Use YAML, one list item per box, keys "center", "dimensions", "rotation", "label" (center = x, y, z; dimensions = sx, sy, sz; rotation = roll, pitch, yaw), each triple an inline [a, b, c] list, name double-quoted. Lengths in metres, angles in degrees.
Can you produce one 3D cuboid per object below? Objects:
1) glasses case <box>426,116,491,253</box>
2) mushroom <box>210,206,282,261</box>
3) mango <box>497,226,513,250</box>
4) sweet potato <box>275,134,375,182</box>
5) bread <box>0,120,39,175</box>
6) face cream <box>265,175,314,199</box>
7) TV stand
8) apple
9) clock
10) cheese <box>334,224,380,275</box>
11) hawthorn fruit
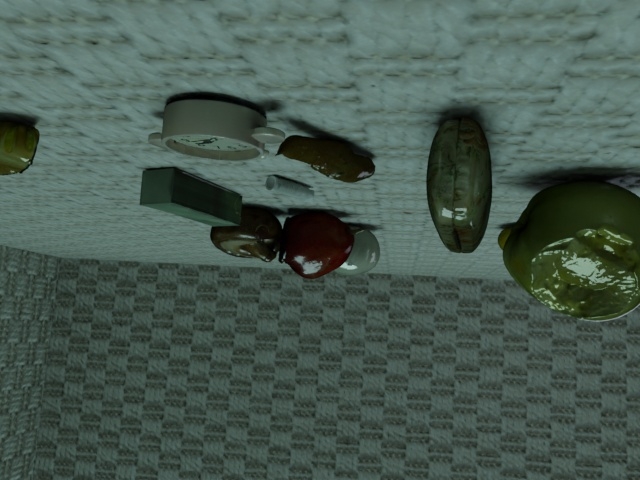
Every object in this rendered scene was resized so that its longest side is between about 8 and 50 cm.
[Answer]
- center: [0.235, -0.074, 0.995]
  dimensions: [0.098, 0.156, 0.425]
  rotation: [3, 173, 16]
  label: "glasses case"
- center: [-0.202, -0.027, 1.675]
  dimensions: [0.194, 0.138, 0.231]
  rotation: [16, 162, 5]
  label: "mushroom"
- center: [0.567, 0.002, 1.686]
  dimensions: [0.191, 0.085, 0.122]
  rotation: [24, 171, -42]
  label: "mango"
- center: [0.014, -0.135, 0.987]
  dimensions: [0.067, 0.067, 0.274]
  rotation: [-3, 175, 38]
  label: "sweet potato"
- center: [-0.537, -0.159, 1.000]
  dimensions: [0.094, 0.083, 0.157]
  rotation: [12, 166, -34]
  label: "bread"
- center: [-0.062, -0.112, 1.301]
  dimensions: [0.034, 0.034, 0.130]
  rotation: [-4, 170, 42]
  label: "face cream"
- center: [-0.287, -0.094, 1.367]
  dimensions: [0.088, 0.082, 0.269]
  rotation: [-2, 170, 24]
  label: "TV stand"
- center: [0.502, 0.013, 1.143]
  dimensions: [0.279, 0.279, 0.279]
  rotation: [4, 172, 0]
  label: "apple"
- center: [-0.155, -0.164, 0.888]
  dimensions: [0.229, 0.063, 0.155]
  rotation: [3, 175, 25]
  label: "clock"
- center: [0.088, 0.031, 1.833]
  dimensions: [0.189, 0.154, 0.198]
  rotation: [-3, 171, 4]
  label: "cheese"
- center: [0.000, 0.000, 1.649]
  dimensions: [0.251, 0.189, 0.189]
  rotation: [-19, 171, 2]
  label: "hawthorn fruit"
